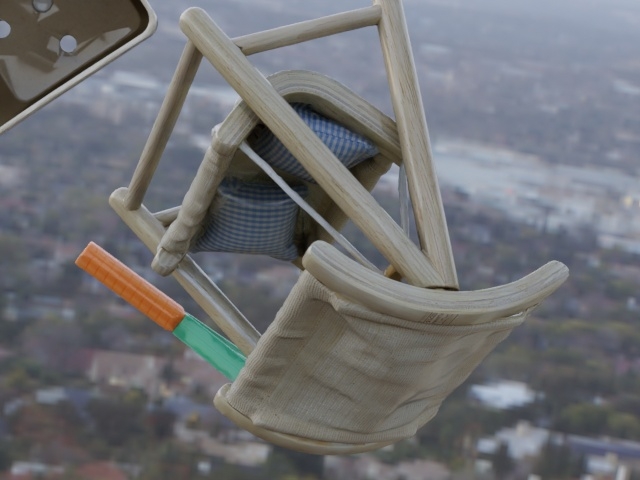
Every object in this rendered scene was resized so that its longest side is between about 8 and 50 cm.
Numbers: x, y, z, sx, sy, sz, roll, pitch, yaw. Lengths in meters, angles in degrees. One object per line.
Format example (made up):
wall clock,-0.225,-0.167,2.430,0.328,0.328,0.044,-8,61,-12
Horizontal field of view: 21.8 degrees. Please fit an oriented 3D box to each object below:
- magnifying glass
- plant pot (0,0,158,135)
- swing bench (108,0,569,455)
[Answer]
magnifying glass,-0.091,0.078,1.287,0.231,0.026,0.092,39,0,-6
plant pot,-0.134,-0.107,0.727,0.109,0.109,0.096,-32,0,6
swing bench,0.000,0.000,1.110,0.165,0.255,0.253,-18,-20,-25
